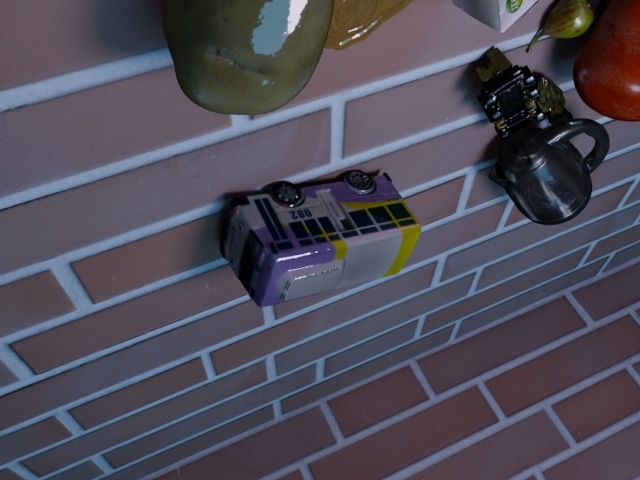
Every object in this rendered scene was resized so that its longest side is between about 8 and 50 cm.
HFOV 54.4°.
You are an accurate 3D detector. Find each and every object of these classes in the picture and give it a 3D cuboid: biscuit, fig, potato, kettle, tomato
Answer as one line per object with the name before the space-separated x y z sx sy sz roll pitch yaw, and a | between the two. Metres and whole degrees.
biscuit | 0.057 -0.457 1.099 0.376 0.051 0.269 -30 151 -1
fig | 0.543 -0.482 1.424 0.166 0.093 0.093 -41 148 26
potato | -0.104 -0.354 0.932 0.221 0.243 0.326 -39 152 -58
kettle | 0.652 -0.219 1.752 0.321 0.228 0.324 -29 147 23
tomato | 0.757 -0.443 1.437 0.325 0.290 0.293 -51 164 -15

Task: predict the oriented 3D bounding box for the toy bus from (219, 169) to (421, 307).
toy bus | 0.000 0.000 1.519 0.440 0.249 0.209 -11 144 -28

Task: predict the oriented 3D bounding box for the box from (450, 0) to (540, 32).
box | 0.306 -0.542 1.056 0.173 0.145 0.333 -44 149 -3

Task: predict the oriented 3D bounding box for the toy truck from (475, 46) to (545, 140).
toy truck | 0.450 -0.347 1.509 0.127 0.127 0.257 -31 150 16

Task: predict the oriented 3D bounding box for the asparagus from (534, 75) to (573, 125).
asparagus | 0.616 -0.366 1.666 0.080 0.080 0.287 -39 151 15
